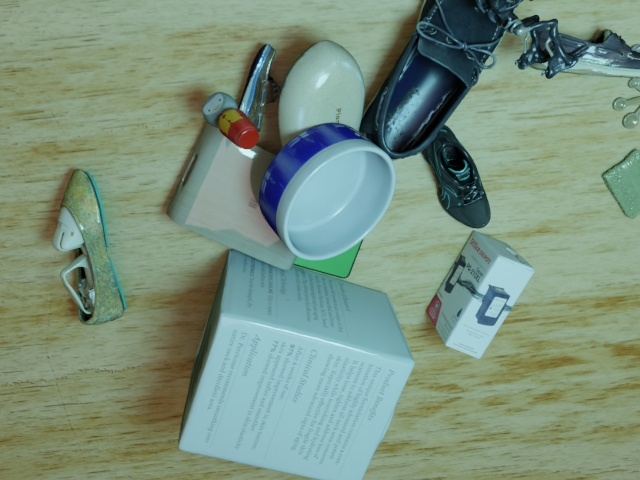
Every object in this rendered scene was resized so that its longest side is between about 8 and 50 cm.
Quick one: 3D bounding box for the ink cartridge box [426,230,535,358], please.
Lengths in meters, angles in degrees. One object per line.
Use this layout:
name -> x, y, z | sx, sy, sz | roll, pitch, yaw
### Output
ink cartridge box -> 0.358, 0.119, 1.414 | 0.100, 0.172, 0.237 | 23, 107, -14

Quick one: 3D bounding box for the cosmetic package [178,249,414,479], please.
cosmetic package -> -0.062, 0.268, 1.344 | 0.394, 0.327, 0.329 | 17, 108, -11

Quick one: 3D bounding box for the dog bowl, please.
dog bowl -> 0.015, -0.094, 1.225 | 0.265, 0.104, 0.264 | -24, 139, -23

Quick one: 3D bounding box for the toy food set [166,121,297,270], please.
toy food set -> -0.148, -0.091, 1.335 | 0.306, 0.092, 0.219 | 24, 100, -18

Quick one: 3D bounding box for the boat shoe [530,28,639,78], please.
boat shoe -> 0.583, -0.388, 1.279 | 0.286, 0.103, 0.092 | 5, 110, 4

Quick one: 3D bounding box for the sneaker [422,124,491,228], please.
sneaker -> 0.301, -0.126, 1.353 | 0.101, 0.106, 0.267 | -33, 112, 5

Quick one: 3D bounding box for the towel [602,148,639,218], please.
towel -> 0.730, -0.129, 1.438 | 0.110, 0.027, 0.148 | -40, 111, 10

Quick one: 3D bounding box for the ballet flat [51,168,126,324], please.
ballet flat -> -0.502, 0.028, 1.309 | 0.123, 0.123, 0.348 | -7, 114, -4

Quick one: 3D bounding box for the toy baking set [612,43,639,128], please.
toy baking set -> 0.754, -0.345, 1.356 | 0.197, 0.030, 0.256 | 5, 110, -8

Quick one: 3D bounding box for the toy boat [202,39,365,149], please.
toy boat -> -0.062, -0.259, 1.207 | 0.318, 0.148, 0.267 | -18, 136, -29

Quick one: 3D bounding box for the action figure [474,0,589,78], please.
action figure -> 0.361, -0.428, 1.103 | 0.141, 0.164, 0.276 | -46, 119, 3

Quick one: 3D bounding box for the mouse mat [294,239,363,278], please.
mouse mat -> 0.000, 0.000, 1.420 | 0.190, 0.007, 0.152 | 17, 108, -11

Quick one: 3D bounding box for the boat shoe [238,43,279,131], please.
boat shoe -> -0.120, -0.308, 1.264 | 0.066, 0.066, 0.183 | 16, 118, -17

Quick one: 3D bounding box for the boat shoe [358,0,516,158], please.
boat shoe -> 0.250, -0.368, 1.229 | 0.187, 0.156, 0.500 | 30, 103, -15
